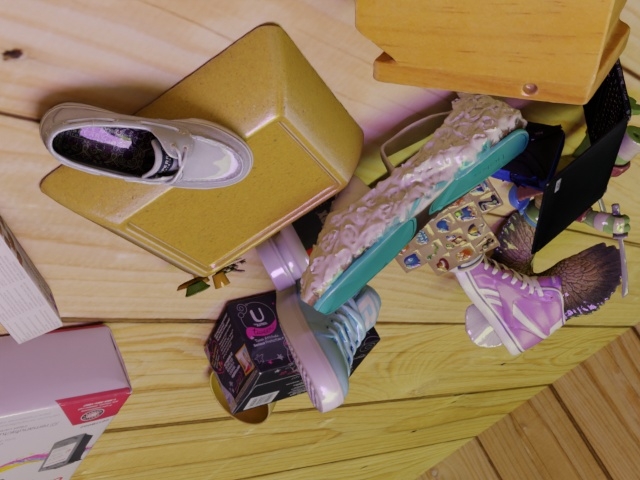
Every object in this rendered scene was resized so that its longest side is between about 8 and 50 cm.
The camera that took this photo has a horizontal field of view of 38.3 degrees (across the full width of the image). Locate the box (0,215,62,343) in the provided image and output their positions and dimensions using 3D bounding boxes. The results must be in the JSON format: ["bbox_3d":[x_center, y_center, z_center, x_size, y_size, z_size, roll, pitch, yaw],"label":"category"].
[{"bbox_3d":[-0.380,0.025,1.072,0.067,0.063,0.324,-23,154,-9],"label":"box"}]

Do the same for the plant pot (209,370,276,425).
[{"bbox_3d":[-0.126,0.264,1.727,0.095,0.134,0.134,-43,171,-46],"label":"plant pot"}]

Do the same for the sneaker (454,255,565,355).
[{"bbox_3d":[0.361,0.074,1.746,0.161,0.102,0.282,-32,113,19],"label":"sneaker"}]

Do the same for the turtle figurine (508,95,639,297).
[{"bbox_3d":[0.493,-0.103,1.593,0.198,0.275,0.266,-53,175,-49],"label":"turtle figurine"}]

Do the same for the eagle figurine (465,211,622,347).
[{"bbox_3d":[0.420,0.071,1.856,0.226,0.225,0.298,-1,155,-29],"label":"eagle figurine"}]

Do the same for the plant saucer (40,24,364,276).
[{"bbox_3d":[-0.114,-0.074,1.145,0.333,0.081,0.333,-33,154,9],"label":"plant saucer"}]

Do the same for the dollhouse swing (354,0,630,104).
[{"bbox_3d":[0.215,-0.370,0.904,0.315,0.305,0.347,8,143,10],"label":"dollhouse swing"}]

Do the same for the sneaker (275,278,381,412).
[{"bbox_3d":[0.020,0.114,1.377,0.150,0.366,0.135,-21,116,2],"label":"sneaker"}]

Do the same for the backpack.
[{"bbox_3d":[0.305,-0.129,1.422,0.101,0.120,0.098,58,51,-66],"label":"backpack"}]

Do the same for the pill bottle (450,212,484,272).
[{"bbox_3d":[0.230,-0.024,1.566,0.094,0.094,0.169,-27,147,-4],"label":"pill bottle"}]

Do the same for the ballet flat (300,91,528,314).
[{"bbox_3d":[0.107,-0.064,1.272,0.409,0.147,0.147,-39,157,-13],"label":"ballet flat"}]

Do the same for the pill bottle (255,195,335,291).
[{"bbox_3d":[0.000,0.000,1.364,0.180,0.108,0.108,-28,155,-1],"label":"pill bottle"}]

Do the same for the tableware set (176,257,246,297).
[{"bbox_3d":[-0.156,0.055,1.318,0.104,0.024,0.154,-24,-172,-12],"label":"tableware set"}]

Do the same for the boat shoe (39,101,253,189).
[{"bbox_3d":[-0.176,-0.088,0.962,0.227,0.081,0.079,9,113,-20],"label":"boat shoe"}]

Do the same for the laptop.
[{"bbox_3d":[0.369,-0.149,1.367,0.136,0.264,0.234,-5,155,4],"label":"laptop"}]

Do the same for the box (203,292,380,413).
[{"bbox_3d":[-0.053,0.179,1.607,0.247,0.142,0.163,-11,150,-32],"label":"box"}]

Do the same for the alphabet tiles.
[{"bbox_3d":[0.188,-0.037,1.466,0.198,0.009,0.237,-28,131,15],"label":"alphabet tiles"}]

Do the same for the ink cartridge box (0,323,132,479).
[{"bbox_3d":[-0.447,0.267,1.376,0.226,0.131,0.306,-6,145,-40],"label":"ink cartridge box"}]
